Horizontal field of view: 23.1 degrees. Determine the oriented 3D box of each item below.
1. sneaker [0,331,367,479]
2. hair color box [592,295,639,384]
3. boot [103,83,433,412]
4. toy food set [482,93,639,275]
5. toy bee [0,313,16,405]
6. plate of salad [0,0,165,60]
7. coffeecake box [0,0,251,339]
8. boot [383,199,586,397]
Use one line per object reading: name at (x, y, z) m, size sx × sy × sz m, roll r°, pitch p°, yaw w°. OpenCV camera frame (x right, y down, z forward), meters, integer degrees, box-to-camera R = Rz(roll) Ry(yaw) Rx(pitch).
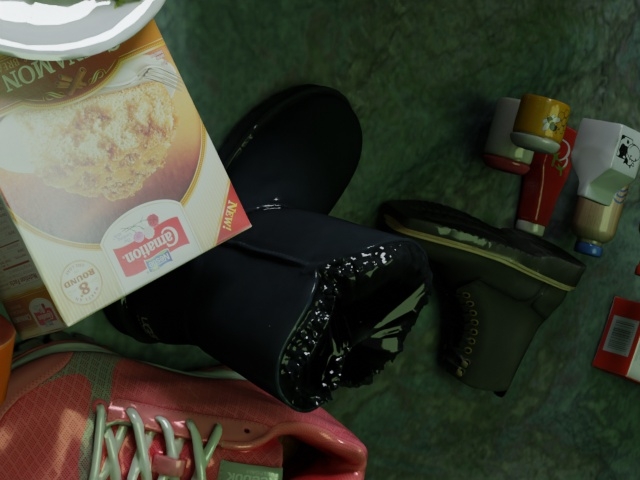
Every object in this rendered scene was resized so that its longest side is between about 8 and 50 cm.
sneaker at (-0.093, 0.130, 1.021) m, size 0.313 × 0.136 × 0.116 m, roll 4°, pitch 97°, yaw -45°
hair color box at (0.320, 0.106, 1.482) m, size 0.141 × 0.043 × 0.072 m, roll 24°, pitch 84°, yaw -44°
boot at (0.000, 0.000, 1.026) m, size 0.246 × 0.207 × 0.094 m, roll -44°, pitch 128°, yaw -27°
toy food set at (0.209, -0.042, 1.284) m, size 0.232 × 0.111 × 0.105 m, roll 17°, pitch 89°, yaw -48°
toy bee at (-0.298, 0.095, 0.816) m, size 0.195 × 0.162 × 0.298 m, roll -68°, pitch 168°, yaw 13°
plate of salad at (-0.163, -0.197, 0.875) m, size 0.199 × 0.048 × 0.200 m, roll 11°, pitch 67°, yaw -28°
coffeecake box at (-0.147, -0.057, 0.922) m, size 0.142 × 0.068 × 0.185 m, roll -30°, pitch 99°, yaw -35°
boot at (0.113, 0.053, 1.254) m, size 0.198 × 0.077 × 0.137 m, roll 18°, pitch 105°, yaw -32°
